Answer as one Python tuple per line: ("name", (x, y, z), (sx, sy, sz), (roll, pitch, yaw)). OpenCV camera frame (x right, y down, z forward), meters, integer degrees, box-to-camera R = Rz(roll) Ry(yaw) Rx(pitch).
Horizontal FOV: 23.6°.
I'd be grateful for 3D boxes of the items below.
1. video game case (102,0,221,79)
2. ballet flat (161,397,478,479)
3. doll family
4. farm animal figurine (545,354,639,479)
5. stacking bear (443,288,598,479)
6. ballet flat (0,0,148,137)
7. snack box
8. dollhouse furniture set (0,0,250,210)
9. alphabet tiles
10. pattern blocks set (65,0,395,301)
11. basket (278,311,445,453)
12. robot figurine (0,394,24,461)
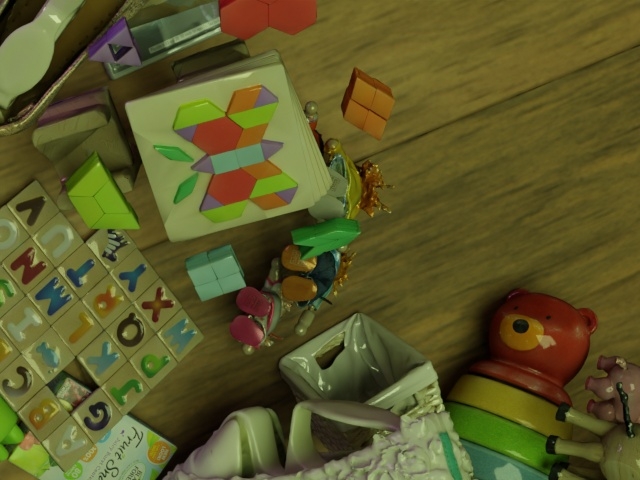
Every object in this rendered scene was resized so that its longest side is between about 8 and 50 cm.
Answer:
("video game case", (-0.147, -0.269, 1.461), (0.190, 0.022, 0.173), (-26, 109, -15))
("ballet flat", (-0.020, 0.216, 1.447), (0.147, 0.409, 0.147), (12, 74, -48))
("doll family", (0.000, 0.000, 1.509), (0.118, 0.163, 0.263), (15, 97, 8))
("farm animal figurine", (0.353, 0.284, 1.610), (0.330, 0.172, 0.327), (-11, 114, -60))
("stacking bear", (0.197, 0.191, 1.626), (0.164, 0.175, 0.289), (36, 74, -53))
("ballet flat", (-0.187, -0.204, 1.214), (0.107, 0.106, 0.316), (33, 103, -8))
("snack box", (-0.228, 0.207, 1.518), (0.141, 0.037, 0.100), (37, 87, -24))
("dollhouse furniture set", (-0.108, -0.279, 1.384), (0.394, 0.256, 0.362), (-17, 107, 4))
("alphabet tiles", (-0.245, 0.070, 1.470), (0.198, 0.009, 0.237), (-45, 112, -25))
("pattern blocks set", (-0.076, -0.077, 1.296), (0.285, 0.026, 0.325), (-25, 136, 10))
("basket", (0.048, 0.163, 1.554), (0.113, 0.167, 0.103), (-30, 117, -14))
("robot figurine", (-0.334, 0.159, 1.449), (0.115, 0.067, 0.101), (55, 53, -20))
